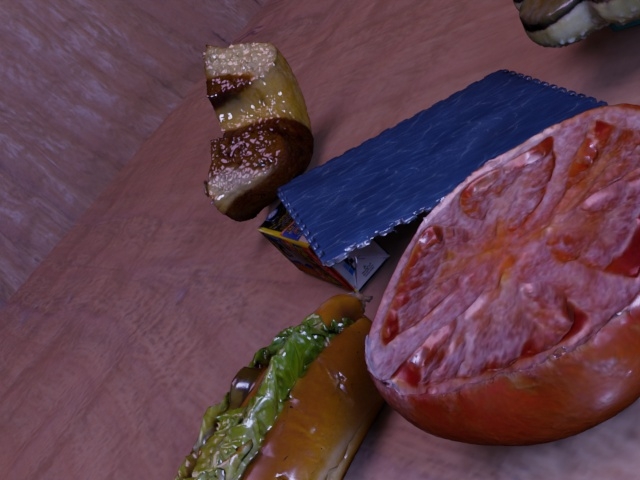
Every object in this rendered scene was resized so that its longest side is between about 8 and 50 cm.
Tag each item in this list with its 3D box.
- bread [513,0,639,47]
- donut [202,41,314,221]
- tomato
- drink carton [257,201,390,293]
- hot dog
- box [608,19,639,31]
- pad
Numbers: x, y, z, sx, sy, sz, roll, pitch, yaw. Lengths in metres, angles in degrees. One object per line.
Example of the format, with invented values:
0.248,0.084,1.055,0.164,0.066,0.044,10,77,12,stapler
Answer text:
0.250,-0.256,0.912,0.207,0.056,0.286,-26,29,45,bread
-0.069,-0.128,1.370,0.112,0.151,0.295,-22,46,19,donut
0.141,0.031,0.636,0.236,0.095,0.237,-37,23,19,tomato
0.000,0.000,1.040,0.056,0.071,0.165,-46,19,-9,drink carton
-0.052,0.169,0.762,0.135,0.100,0.337,-21,32,54,hot dog
0.343,-0.260,0.870,0.161,0.042,0.226,-55,20,-19,box
0.094,-0.076,0.956,0.269,0.012,0.269,-28,19,-4,pad
